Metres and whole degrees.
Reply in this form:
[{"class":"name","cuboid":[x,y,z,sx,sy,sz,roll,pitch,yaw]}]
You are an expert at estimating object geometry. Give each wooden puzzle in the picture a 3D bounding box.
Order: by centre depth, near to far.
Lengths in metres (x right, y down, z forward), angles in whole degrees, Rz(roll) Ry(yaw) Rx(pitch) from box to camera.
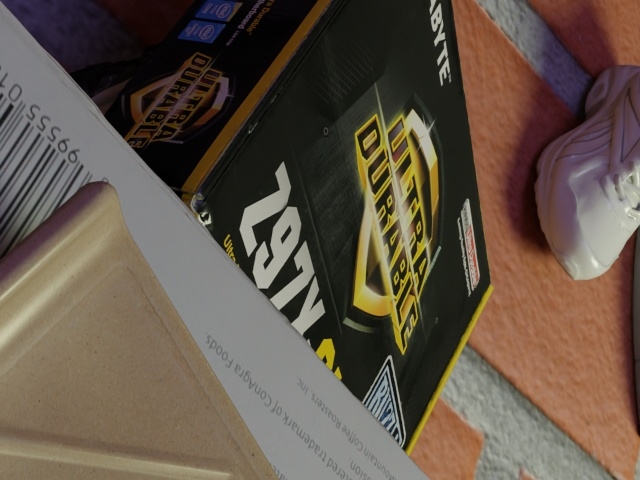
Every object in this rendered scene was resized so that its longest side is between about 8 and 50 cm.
[{"class":"wooden puzzle","cuboid":[-0.085,0.135,0.466,0.221,0.044,0.239,-47,122,-40]}]

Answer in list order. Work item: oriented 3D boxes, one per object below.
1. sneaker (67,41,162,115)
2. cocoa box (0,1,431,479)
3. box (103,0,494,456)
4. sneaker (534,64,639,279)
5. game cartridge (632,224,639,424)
[{"class":"sneaker","cuboid":[-0.089,-0.047,0.796,0.271,0.100,0.108,-24,106,-48]},{"class":"cocoa box","cuboid":[-0.153,0.105,0.593,0.347,0.228,0.231,49,52,-30]},{"class":"box","cuboid":[0.000,0.000,0.808,0.257,0.079,0.322,-56,148,-35]},{"class":"sneaker","cuboid":[0.243,-0.064,1.151,0.090,0.115,0.232,53,48,-27]},{"class":"game cartridge","cuboid":[0.336,0.043,1.285,0.196,0.060,0.294,24,65,-39]}]
